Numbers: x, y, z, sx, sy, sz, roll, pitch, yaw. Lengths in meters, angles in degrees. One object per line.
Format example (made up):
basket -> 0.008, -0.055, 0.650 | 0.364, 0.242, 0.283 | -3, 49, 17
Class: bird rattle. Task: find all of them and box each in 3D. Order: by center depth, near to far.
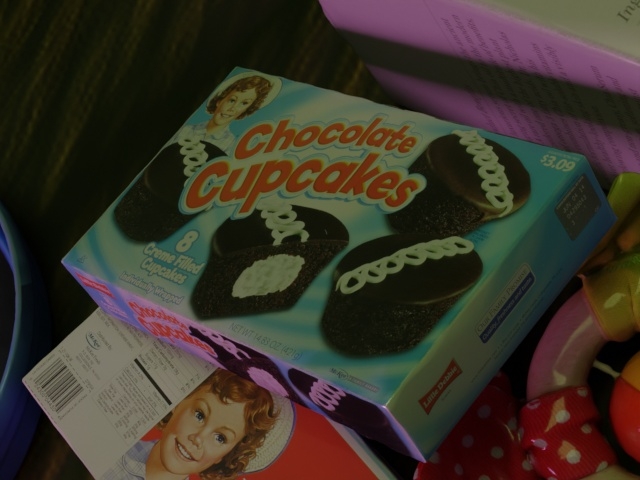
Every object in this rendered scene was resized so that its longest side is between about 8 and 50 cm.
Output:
bird rattle -> 0.182, 0.090, 1.039 | 0.207, 0.143, 0.253 | 29, 82, 17

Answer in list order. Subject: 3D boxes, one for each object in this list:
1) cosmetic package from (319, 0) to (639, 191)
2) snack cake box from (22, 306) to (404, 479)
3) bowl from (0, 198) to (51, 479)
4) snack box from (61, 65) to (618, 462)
cosmetic package -> 0.219, -0.128, 1.065 | 0.453, 0.230, 0.161 | 25, 77, 32
snack cake box -> -0.061, 0.139, 1.145 | 0.152, 0.089, 0.264 | -42, 56, -2
bowl -> -0.378, 0.105, 1.318 | 0.391, 0.077, 0.391 | -10, 62, 20
snack box -> 0.000, 0.000, 1.058 | 0.322, 0.060, 0.187 | 19, 62, 47
